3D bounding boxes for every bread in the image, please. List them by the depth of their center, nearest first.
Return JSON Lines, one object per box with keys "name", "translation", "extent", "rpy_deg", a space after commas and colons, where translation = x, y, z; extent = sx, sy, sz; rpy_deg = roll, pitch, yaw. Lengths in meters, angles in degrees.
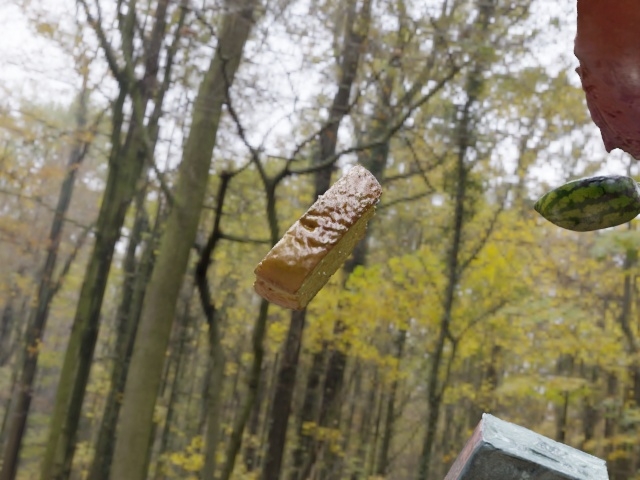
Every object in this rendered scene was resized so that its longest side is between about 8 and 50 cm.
{"name": "bread", "translation": [0.000, 0.000, 1.085], "extent": [0.065, 0.187, 0.103], "rpy_deg": [34, -34, 12]}

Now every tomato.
{"name": "tomato", "translation": [0.402, -0.236, 0.990], "extent": [0.176, 0.334, 0.290], "rpy_deg": [22, -5, 45]}

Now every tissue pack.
{"name": "tissue pack", "translation": [0.304, 0.453, 1.600], "extent": [0.228, 0.103, 0.315], "rpy_deg": [21, -60, -4]}

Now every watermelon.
{"name": "watermelon", "translation": [0.400, -0.065, 1.411], "extent": [0.163, 0.087, 0.069], "rpy_deg": [-10, -60, 3]}
